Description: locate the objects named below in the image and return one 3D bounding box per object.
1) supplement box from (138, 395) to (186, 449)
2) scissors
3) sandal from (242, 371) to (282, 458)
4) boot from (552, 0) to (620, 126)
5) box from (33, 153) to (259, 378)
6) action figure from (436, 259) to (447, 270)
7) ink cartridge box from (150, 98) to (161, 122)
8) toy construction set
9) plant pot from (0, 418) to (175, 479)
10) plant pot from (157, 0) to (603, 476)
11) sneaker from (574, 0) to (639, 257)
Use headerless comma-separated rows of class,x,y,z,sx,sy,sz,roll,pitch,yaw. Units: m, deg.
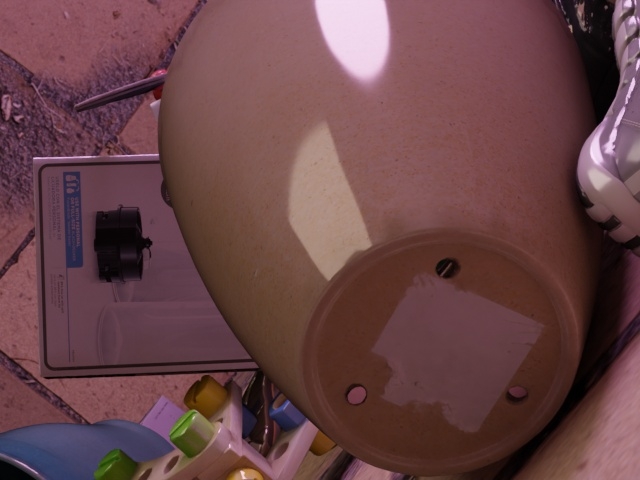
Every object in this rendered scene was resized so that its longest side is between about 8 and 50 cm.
supplement box,-0.197,0.299,1.841,0.239,0.130,0.073,-51,2,30
scissors,-0.112,-0.135,1.321,0.109,0.021,0.297,-23,2,11
sandal,-0.046,0.179,1.729,0.090,0.060,0.219,-57,14,21
boot,0.172,-0.136,1.116,0.236,0.085,0.178,-84,12,-63
box,-0.069,0.017,1.263,0.087,0.290,0.169,139,130,-81
action figure,0.068,0.009,1.573,0.232,0.137,0.063,-42,-8,15
ink cartridge box,0.020,-0.081,1.430,0.270,0.197,0.198,-25,3,0
toy construction set,-0.109,0.230,1.138,0.215,0.151,0.328,-37,7,25
plant pot,-0.256,0.301,1.659,0.271,0.271,0.255,-51,-13,25
plant pot,0.044,-0.007,0.858,0.256,0.256,0.274,-51,19,16
sneaker,0.205,-0.096,0.807,0.132,0.086,0.229,-43,18,42
